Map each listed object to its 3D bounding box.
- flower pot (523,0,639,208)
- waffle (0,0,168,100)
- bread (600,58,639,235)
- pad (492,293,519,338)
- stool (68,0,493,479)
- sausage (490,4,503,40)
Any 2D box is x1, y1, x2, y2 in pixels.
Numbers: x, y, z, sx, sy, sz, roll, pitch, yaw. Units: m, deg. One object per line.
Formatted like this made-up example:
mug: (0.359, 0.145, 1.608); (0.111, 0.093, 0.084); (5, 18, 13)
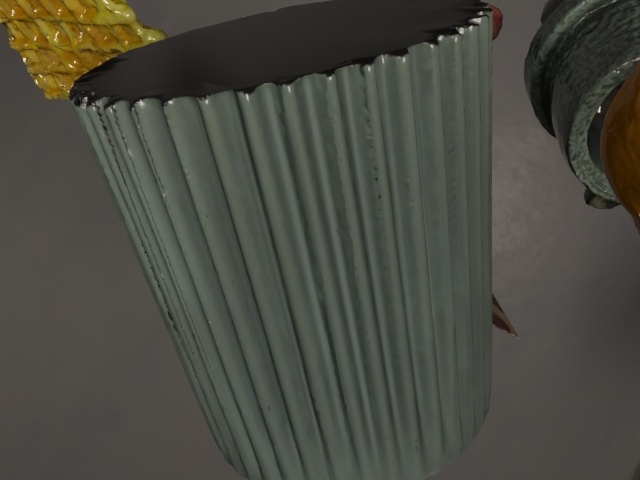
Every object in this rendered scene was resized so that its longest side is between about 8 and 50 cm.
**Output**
flower pot: (0.433, -0.209, 0.985); (0.282, 0.299, 0.299); (-90, -165, -48)
waffle: (-0.323, -0.257, 0.991); (0.060, 0.307, 0.312); (-61, 178, -29)
bread: (0.316, -0.085, 0.470); (0.143, 0.195, 0.270); (-30, 172, -44)
pad: (0.231, 0.055, 1.369); (0.004, 0.330, 0.220); (-47, -143, 22)
stool: (0.000, 0.000, 0.586); (0.297, 0.297, 0.330); (-56, 139, -56)
sausage: (0.213, -0.341, 1.163); (0.062, 0.154, 0.062); (-15, 108, -52)
